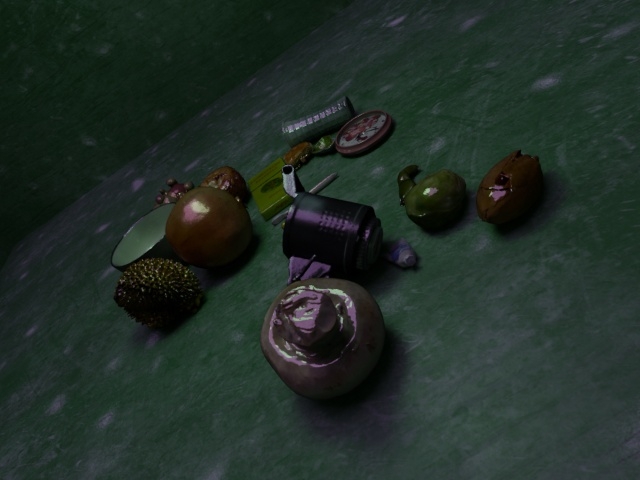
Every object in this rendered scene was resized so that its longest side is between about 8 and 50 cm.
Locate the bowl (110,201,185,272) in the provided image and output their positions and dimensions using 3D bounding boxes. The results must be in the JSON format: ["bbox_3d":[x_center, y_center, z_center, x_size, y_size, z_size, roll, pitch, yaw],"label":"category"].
[{"bbox_3d":[-0.653,0.030,2.081,0.354,0.185,0.353,-25,35,19],"label":"bowl"}]

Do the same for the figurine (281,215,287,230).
[{"bbox_3d":[-0.038,-0.067,1.680,0.162,0.143,0.263,-42,15,-23],"label":"figurine"}]

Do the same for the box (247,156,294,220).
[{"bbox_3d":[-0.189,-0.217,2.076,0.187,0.047,0.335,-35,32,3],"label":"box"}]

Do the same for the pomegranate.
[{"bbox_3d":[-0.389,-0.049,1.849,0.319,0.319,0.319,-25,35,19],"label":"pomegranate"}]

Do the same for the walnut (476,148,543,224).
[{"bbox_3d":[0.474,-0.130,1.275,0.245,0.137,0.137,-42,32,-23],"label":"walnut"}]

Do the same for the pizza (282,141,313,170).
[{"bbox_3d":[-0.100,-0.345,2.142,0.175,0.046,0.134,-6,55,51],"label":"pizza"}]

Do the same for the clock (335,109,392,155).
[{"bbox_3d":[0.165,-0.415,1.975,0.245,0.056,0.244,-24,35,18],"label":"clock"}]

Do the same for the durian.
[{"bbox_3d":[-0.564,0.172,1.784,0.293,0.258,0.258,-8,43,30],"label":"durian"}]

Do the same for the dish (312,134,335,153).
[{"bbox_3d":[0.027,-0.380,2.069,0.091,0.039,0.137,-56,29,-12],"label":"dish"}]

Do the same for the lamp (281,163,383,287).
[{"bbox_3d":[0.037,-0.026,1.422,0.273,0.205,0.373,-4,68,9],"label":"lamp"}]

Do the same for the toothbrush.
[{"bbox_3d":[-0.060,-0.158,1.901,0.307,0.025,0.029,-38,25,1],"label":"toothbrush"}]

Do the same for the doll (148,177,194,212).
[{"bbox_3d":[-0.704,-0.172,2.414,0.196,0.152,0.255,-10,45,56],"label":"doll"}]

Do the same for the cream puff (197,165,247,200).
[{"bbox_3d":[-0.415,-0.203,2.170,0.240,0.164,0.239,-23,49,30],"label":"cream puff"}]

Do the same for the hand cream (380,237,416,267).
[{"bbox_3d":[0.216,0.035,1.389,0.084,0.053,0.142,-39,23,-1],"label":"hand cream"}]

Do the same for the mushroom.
[{"bbox_3d":[-0.007,0.195,1.162,0.298,0.290,0.297,-10,53,14],"label":"mushroom"}]

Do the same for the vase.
[{"bbox_3d":[-0.003,-0.503,2.175,0.299,0.143,0.143,-21,37,19],"label":"vase"}]

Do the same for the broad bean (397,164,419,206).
[{"bbox_3d":[0.268,-0.167,1.580,0.071,0.048,0.213,-18,35,29],"label":"broad bean"}]

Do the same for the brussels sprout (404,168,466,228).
[{"bbox_3d":[0.320,-0.112,1.399,0.183,0.131,0.145,-34,11,7],"label":"brussels sprout"}]
